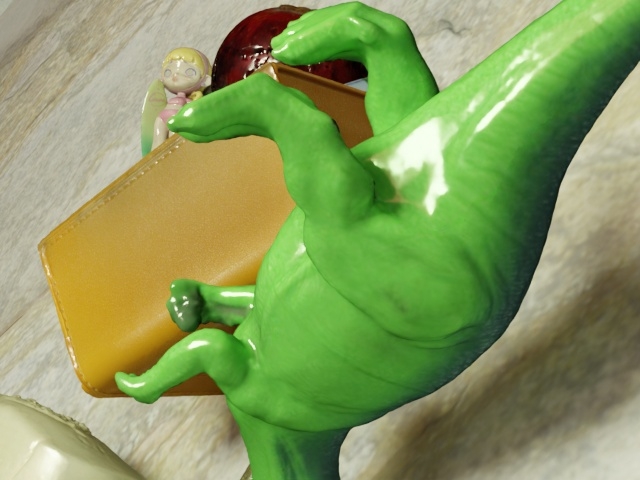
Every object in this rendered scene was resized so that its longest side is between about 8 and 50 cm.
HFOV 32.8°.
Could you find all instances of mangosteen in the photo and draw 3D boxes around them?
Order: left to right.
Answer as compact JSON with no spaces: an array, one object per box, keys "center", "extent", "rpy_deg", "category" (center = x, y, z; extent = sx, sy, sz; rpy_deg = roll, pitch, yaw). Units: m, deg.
[{"center":[-0.030,-0.134,1.035],"extent":[0.166,0.166,0.180],"rpy_deg":[49,125,60],"category":"mangosteen"}]

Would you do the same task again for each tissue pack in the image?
[{"center":[-0.053,0.007,0.846],"extent":[0.274,0.194,0.145],"rpy_deg":[-34,63,32],"category":"tissue pack"}]

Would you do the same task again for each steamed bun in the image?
[{"center":[-0.262,0.246,0.950],"extent":[0.250,0.155,0.200],"rpy_deg":[13,72,51],"category":"steamed bun"}]

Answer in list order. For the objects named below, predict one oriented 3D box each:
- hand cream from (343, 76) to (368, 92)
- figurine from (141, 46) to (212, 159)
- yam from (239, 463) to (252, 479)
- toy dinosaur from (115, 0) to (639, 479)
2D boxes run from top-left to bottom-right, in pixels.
[{"center":[-0.015,-0.090,0.914],"extent":[0.256,0.055,0.088],"rpy_deg":[-23,-15,-28],"category":"hand cream"},{"center":[-0.178,-0.162,1.360],"extent":[0.083,0.083,0.187],"rpy_deg":[-15,59,47],"category":"figurine"},{"center":[-0.050,0.187,0.841],"extent":[0.129,0.027,0.033],"rpy_deg":[-61,0,-9],"category":"yam"},{"center":[0.103,0.041,0.606],"extent":[0.500,0.374,0.144],"rpy_deg":[-8,19,23],"category":"toy dinosaur"}]
